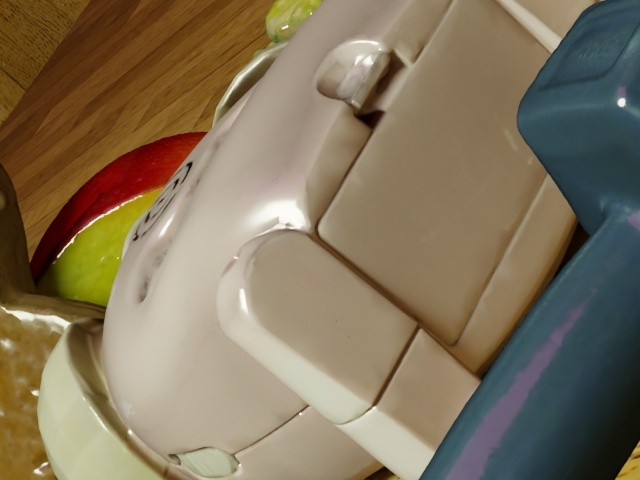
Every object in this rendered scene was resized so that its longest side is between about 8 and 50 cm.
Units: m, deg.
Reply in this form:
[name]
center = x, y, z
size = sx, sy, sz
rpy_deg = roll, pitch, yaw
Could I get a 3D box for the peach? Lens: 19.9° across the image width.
[peach]
center = -0.104, 0.008, 1.264
size = 0.267, 0.154, 0.159
rpy_deg = -48, 15, 11

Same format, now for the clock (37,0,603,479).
[clock]
center = 0.000, 0.000, 0.997
size = 0.342, 0.184, 0.326
rpy_deg = -53, 11, -28

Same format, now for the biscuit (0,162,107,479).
[biscuit]
center = -0.301, 0.125, 1.215
size = 0.394, 0.368, 0.076
rpy_deg = -46, -11, 15

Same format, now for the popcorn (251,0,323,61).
[popcorn]
center = 0.025, -0.127, 1.269
size = 0.126, 0.125, 0.145
rpy_deg = -36, 23, -32

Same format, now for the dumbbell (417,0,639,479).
[dumbbell]
center = 0.084, 0.065, 0.656
size = 0.325, 0.160, 0.144
rpy_deg = -54, -15, -12
